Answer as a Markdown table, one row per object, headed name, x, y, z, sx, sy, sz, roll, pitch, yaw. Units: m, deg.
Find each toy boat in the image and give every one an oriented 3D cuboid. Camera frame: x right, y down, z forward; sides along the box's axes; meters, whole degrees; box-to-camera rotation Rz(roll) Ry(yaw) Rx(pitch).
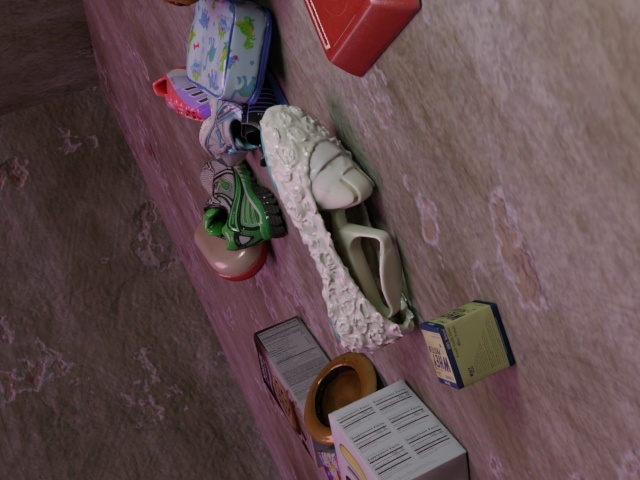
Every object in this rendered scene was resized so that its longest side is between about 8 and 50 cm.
| name | x | y | z | sx | sy | sz | roll | pitch | yaw |
| --- | --- | --- | --- | --- | --- | --- | --- | --- | --- |
| toy boat | -0.193 | 0.017 | 2.205 | 0.151 | 0.151 | 0.231 | 42 | -176 | -38 |

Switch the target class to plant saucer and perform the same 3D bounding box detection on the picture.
| name | x | y | z | sx | sy | sz | roll | pitch | yaw |
| --- | --- | --- | --- | --- | --- | --- | --- | --- | --- |
| plant saucer | 0.016 | -0.352 | 1.145 | 0.259 | 0.047 | 0.258 | 67 | 164 | 3 |

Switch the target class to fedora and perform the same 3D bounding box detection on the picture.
| name | x | y | z | sx | sy | sz | roll | pitch | yaw |
| --- | --- | --- | --- | --- | --- | --- | --- | --- | --- |
| fedora | 0.055 | 0.306 | 1.739 | 0.079 | 0.194 | 0.194 | 36 | -177 | -32 |

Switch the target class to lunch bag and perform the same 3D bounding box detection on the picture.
| name | x | y | z | sx | sy | sz | roll | pitch | yaw |
| --- | --- | --- | --- | --- | --- | --- | --- | --- | --- |
| lunch bag | -0.161 | -0.331 | 1.592 | 0.219 | 0.090 | 0.176 | 37 | 120 | 58 |

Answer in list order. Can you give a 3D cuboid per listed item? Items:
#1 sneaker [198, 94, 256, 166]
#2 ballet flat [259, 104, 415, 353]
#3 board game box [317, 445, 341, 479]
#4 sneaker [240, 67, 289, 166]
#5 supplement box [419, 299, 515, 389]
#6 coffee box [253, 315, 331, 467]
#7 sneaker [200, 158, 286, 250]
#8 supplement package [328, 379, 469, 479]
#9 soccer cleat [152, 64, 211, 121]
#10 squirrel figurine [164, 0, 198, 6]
| name | x | y | z | sx | sy | sz | roll | pitch | yaw |
| --- | --- | --- | --- | --- | --- | --- | --- | --- | --- |
| sneaker | -0.172 | -0.212 | 1.839 | 0.122 | 0.110 | 0.283 | 59 | 162 | 21 |
| ballet flat | 0.043 | -0.025 | 1.388 | 0.409 | 0.147 | 0.147 | 69 | 165 | -10 |
| board game box | 0.121 | 0.495 | 1.711 | 0.275 | 0.142 | 0.144 | 67 | 164 | 6 |
| sneaker | -0.110 | -0.230 | 1.635 | 0.232 | 0.090 | 0.081 | 60 | 162 | 28 |
| supplement box | 0.182 | 0.128 | 1.145 | 0.083 | 0.083 | 0.056 | 70 | 164 | -6 |
| coffee box | -0.031 | 0.328 | 2.044 | 0.297 | 0.118 | 0.168 | 50 | 156 | 48 |
| sneaker | -0.206 | -0.091 | 2.034 | 0.343 | 0.146 | 0.134 | -134 | 27 | -56 |
| supplement package | 0.132 | 0.382 | 1.516 | 0.203 | 0.149 | 0.194 | 45 | 152 | 52 |
| soccer cleat | -0.277 | -0.306 | 2.042 | 0.318 | 0.116 | 0.109 | 48 | 154 | 53 |
| squirrel figurine | -0.204 | -0.541 | 1.345 | 0.370 | 0.281 | 0.397 | 102 | 164 | -84 |
